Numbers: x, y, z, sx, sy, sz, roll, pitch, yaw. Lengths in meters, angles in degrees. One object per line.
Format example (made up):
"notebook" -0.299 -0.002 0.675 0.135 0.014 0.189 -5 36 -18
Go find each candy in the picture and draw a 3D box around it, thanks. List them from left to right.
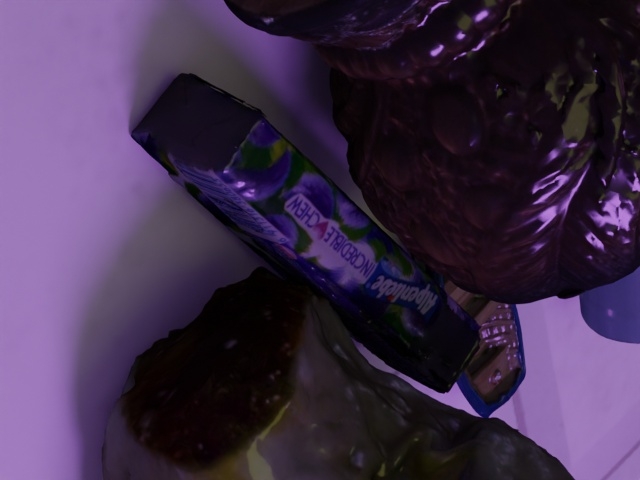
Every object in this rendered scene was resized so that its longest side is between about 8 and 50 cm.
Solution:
"candy" 0.000 0.000 1.168 0.061 0.088 0.312 -56 139 -9

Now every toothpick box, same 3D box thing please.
"toothpick box" 0.244 -0.010 1.423 0.101 0.101 0.153 -38 133 -30

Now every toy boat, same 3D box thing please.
"toy boat" 0.101 0.035 1.329 0.080 0.046 0.229 -44 135 -24

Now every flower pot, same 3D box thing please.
"flower pot" 0.092 -0.136 1.090 0.267 0.266 0.266 41 76 -39

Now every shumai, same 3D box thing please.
"shumai" -0.023 0.154 1.171 0.309 0.304 0.263 -33 98 -16
